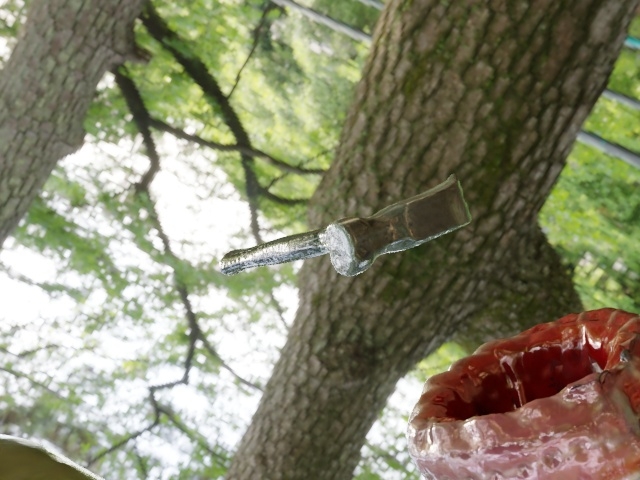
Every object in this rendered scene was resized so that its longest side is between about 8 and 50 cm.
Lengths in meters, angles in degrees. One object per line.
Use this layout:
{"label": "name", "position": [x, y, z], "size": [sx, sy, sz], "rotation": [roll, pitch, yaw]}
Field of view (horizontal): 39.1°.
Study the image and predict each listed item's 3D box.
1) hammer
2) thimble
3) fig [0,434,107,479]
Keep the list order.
{"label": "hammer", "position": [0.000, 0.000, 0.558], "size": [0.246, 0.103, 0.029], "rotation": [-13, 97, 62]}
{"label": "thimble", "position": [0.158, 0.133, 0.605], "size": [0.163, 0.190, 0.125], "rotation": [-37, -79, -45]}
{"label": "fig", "position": [-0.187, 0.224, 0.397], "size": [0.233, 0.314, 0.233], "rotation": [46, 156, 28]}
